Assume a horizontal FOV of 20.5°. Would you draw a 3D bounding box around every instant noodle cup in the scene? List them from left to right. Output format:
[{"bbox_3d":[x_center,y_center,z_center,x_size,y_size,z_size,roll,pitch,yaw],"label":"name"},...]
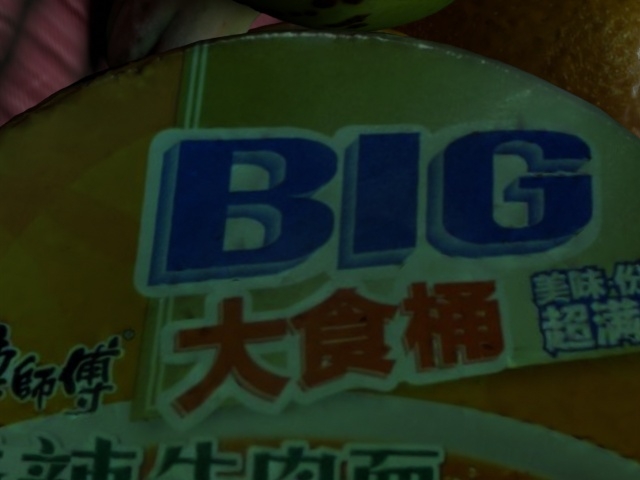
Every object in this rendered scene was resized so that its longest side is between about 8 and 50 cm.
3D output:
[{"bbox_3d":[-0.001,0.110,0.571,0.214,0.296,0.296,88,14,-59],"label":"instant noodle cup"}]

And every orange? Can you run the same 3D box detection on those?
[{"bbox_3d":[0.120,-0.085,1.019,0.264,0.264,0.264,6,90,-76],"label":"orange"}]

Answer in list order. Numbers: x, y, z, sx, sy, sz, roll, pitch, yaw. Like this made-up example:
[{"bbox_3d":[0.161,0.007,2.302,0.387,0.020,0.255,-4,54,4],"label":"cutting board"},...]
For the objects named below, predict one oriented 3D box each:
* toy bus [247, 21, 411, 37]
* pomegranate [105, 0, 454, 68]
[{"bbox_3d":[0.000,0.000,0.820,0.136,0.126,0.209,-81,169,-53],"label":"toy bus"},{"bbox_3d":[-0.011,-0.140,0.661,0.209,0.180,0.180,-58,176,21],"label":"pomegranate"}]
